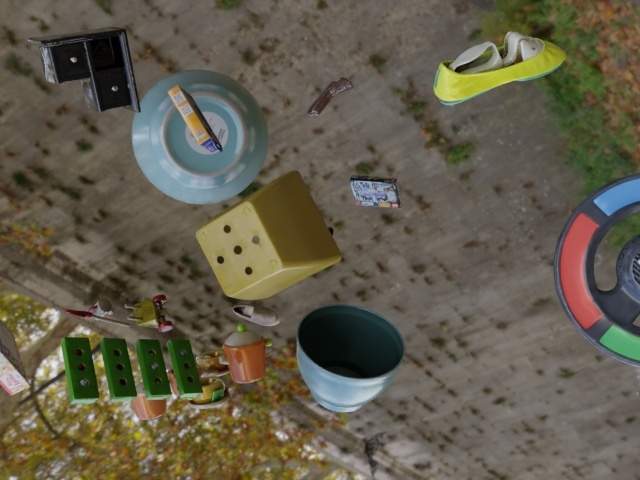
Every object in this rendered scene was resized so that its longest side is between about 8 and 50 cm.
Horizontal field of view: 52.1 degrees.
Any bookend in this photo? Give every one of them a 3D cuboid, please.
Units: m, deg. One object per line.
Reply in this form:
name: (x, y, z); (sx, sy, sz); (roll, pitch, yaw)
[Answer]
bookend: (-0.431, -0.303, 1.207); (0.072, 0.157, 0.156); (24, 126, 46)

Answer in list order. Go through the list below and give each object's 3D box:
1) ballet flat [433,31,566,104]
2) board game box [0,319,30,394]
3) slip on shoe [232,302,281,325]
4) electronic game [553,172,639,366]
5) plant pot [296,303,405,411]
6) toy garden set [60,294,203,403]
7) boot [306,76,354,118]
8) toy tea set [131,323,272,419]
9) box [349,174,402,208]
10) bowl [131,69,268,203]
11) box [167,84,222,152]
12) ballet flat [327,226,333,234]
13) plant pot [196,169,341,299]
ballet flat: (0.284, -0.282, 1.028); (0.077, 0.231, 0.077); (-118, 11, -47)
board game box: (-0.671, 0.210, 1.346); (0.146, 0.045, 0.193); (53, 160, 34)
slip on shoe: (-0.173, 0.197, 1.769); (0.135, 0.051, 0.041); (16, 177, 17)
electronic game: (0.389, 0.033, 0.751); (0.229, 0.229, 0.048); (61, -168, 12)
plant pot: (0.068, 0.341, 1.793); (0.293, 0.293, 0.196); (-90, 8, -57)
toy garden set: (-0.340, 0.187, 1.142); (0.244, 0.049, 0.203); (11, -132, -46)
boot: (0.020, -0.338, 1.573); (0.037, 0.114, 0.106); (46, 164, -21)
toy tea set: (-0.253, 0.264, 1.388); (0.336, 0.200, 0.124); (-22, -74, -63)
box: (0.156, -0.136, 1.838); (0.027, 0.137, 0.094); (-61, -35, -38)
bowl: (-0.260, -0.228, 1.442); (0.311, 0.312, 0.163); (53, 175, -13)
box: (-0.232, -0.221, 1.233); (0.136, 0.028, 0.081); (60, -175, 8)
ballet flat: (0.000, 0.000, 1.629); (0.057, 0.049, 0.173); (60, -165, -16)
plant pot: (-0.121, 0.004, 1.313); (0.212, 0.212, 0.187); (63, -155, 2)
